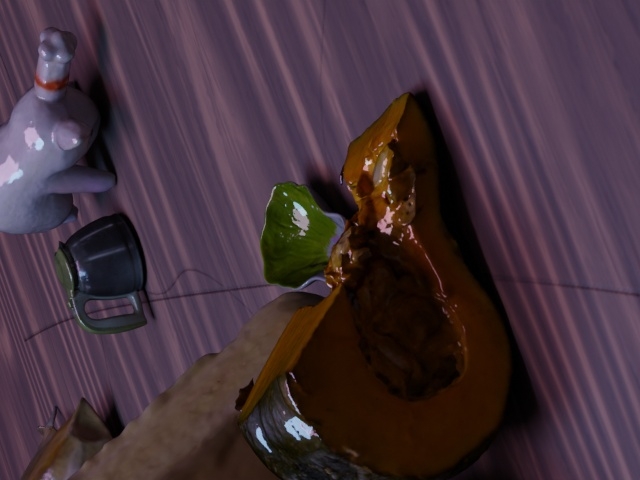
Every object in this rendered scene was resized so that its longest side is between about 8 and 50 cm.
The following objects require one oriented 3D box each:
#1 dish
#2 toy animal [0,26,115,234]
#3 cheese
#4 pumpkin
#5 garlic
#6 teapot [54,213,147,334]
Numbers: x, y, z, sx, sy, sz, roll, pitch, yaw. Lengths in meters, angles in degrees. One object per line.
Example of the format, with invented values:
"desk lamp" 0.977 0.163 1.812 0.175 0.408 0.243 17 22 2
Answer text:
"dish" 0.000 0.000 1.637 0.137 0.039 0.091 15 99 56
"toy animal" -0.293 -0.115 2.159 0.282 0.138 0.140 -45 71 40
"cheese" -0.091 0.257 1.637 0.104 0.384 0.383 -142 41 -62
"pumpkin" 0.019 0.054 1.438 0.280 0.190 0.139 71 159 7
"garlic" -0.325 0.311 2.559 0.338 0.151 0.196 153 126 -75
"teapot" -0.247 0.037 2.183 0.124 0.091 0.092 60 156 31
